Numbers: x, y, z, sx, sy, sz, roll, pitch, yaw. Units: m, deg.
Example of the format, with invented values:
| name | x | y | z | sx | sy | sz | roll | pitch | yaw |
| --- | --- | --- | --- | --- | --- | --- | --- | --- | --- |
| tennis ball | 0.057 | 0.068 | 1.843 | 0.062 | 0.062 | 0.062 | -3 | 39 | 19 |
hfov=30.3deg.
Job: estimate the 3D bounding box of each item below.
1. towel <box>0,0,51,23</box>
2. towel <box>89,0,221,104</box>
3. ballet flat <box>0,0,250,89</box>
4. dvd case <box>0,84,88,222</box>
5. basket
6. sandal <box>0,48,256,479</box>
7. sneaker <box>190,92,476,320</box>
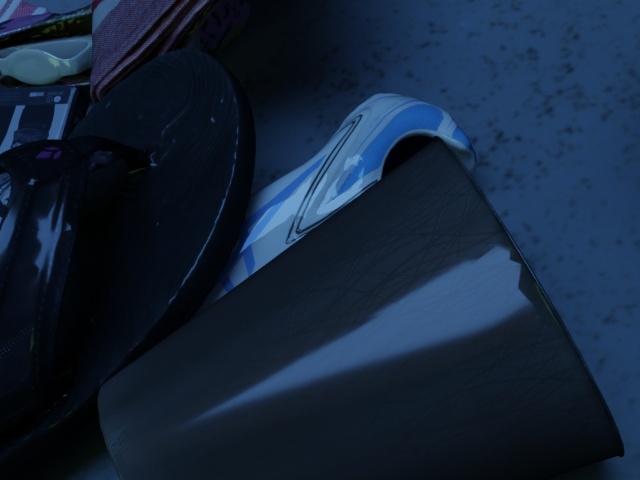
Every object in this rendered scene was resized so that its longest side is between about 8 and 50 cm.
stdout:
| name | x | y | z | sx | sy | sz | roll | pitch | yaw |
| --- | --- | --- | --- | --- | --- | --- | --- | --- | --- |
| towel | -0.331 | -0.155 | 0.982 | 0.197 | 0.029 | 0.144 | 18 | 64 | 25 |
| towel | -0.083 | -0.272 | 0.821 | 0.237 | 0.037 | 0.329 | -38 | 42 | 33 |
| ballet flat | -0.161 | -0.143 | 0.876 | 0.221 | 0.077 | 0.079 | -9 | 26 | 11 |
| dvd case | -0.274 | -0.002 | 0.840 | 0.179 | 0.029 | 0.239 | 1 | 64 | 19 |
| basket | 0.011 | 0.080 | 0.634 | 0.227 | 0.154 | 0.204 | -29 | 56 | 2 |
| sandal | -0.205 | 0.059 | 0.689 | 0.446 | 0.107 | 0.167 | -49 | 53 | -2 |
| sneaker | 0.000 | 0.000 | 0.727 | 0.237 | 0.085 | 0.086 | -46 | 45 | -14 |
